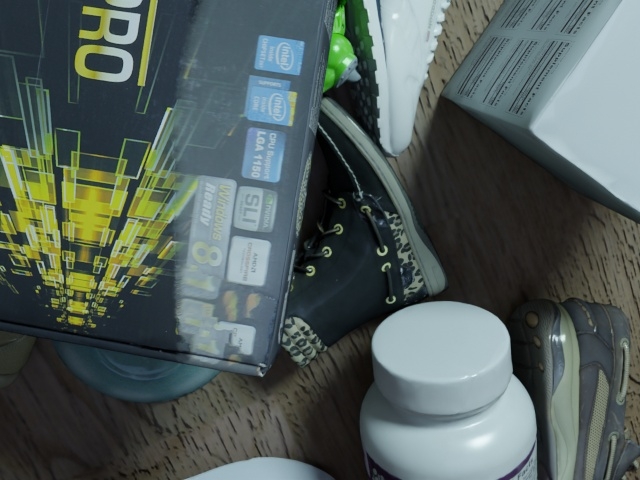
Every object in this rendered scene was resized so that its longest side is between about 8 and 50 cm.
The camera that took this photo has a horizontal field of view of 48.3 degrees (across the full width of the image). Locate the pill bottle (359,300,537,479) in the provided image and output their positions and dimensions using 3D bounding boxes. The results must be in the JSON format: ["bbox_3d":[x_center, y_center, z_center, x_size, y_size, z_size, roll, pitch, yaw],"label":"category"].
[{"bbox_3d":[0.127,0.219,0.708,0.169,0.169,0.302,-12,116,-5],"label":"pill bottle"}]

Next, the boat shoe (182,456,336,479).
[{"bbox_3d":[-0.121,0.313,0.758,0.301,0.108,0.102,-6,142,-20],"label":"boat shoe"}]

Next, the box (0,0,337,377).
[{"bbox_3d":[-0.156,-0.124,0.524,0.318,0.097,0.395,10,91,2],"label":"box"}]

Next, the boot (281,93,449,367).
[{"bbox_3d":[0.001,0.001,0.673,0.178,0.085,0.236,-33,117,1],"label":"boot"}]

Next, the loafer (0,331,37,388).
[{"bbox_3d":[-0.359,0.024,0.625,0.092,0.102,0.268,-45,118,5],"label":"loafer"}]

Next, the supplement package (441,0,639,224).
[{"bbox_3d":[0.249,-0.122,0.617,0.194,0.203,0.149,30,101,-18],"label":"supplement package"}]

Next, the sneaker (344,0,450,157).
[{"bbox_3d":[0.072,-0.190,0.632,0.094,0.090,0.235,-11,111,-16],"label":"sneaker"}]

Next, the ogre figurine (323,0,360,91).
[{"bbox_3d":[-0.035,-0.189,0.601,0.118,0.097,0.197,-11,68,-9],"label":"ogre figurine"}]

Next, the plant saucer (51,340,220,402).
[{"bbox_3d":[-0.171,0.082,0.703,0.194,0.037,0.195,-3,108,-9],"label":"plant saucer"}]

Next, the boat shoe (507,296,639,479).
[{"bbox_3d":[0.283,0.231,0.776,0.130,0.132,0.356,-7,110,-7],"label":"boat shoe"}]
